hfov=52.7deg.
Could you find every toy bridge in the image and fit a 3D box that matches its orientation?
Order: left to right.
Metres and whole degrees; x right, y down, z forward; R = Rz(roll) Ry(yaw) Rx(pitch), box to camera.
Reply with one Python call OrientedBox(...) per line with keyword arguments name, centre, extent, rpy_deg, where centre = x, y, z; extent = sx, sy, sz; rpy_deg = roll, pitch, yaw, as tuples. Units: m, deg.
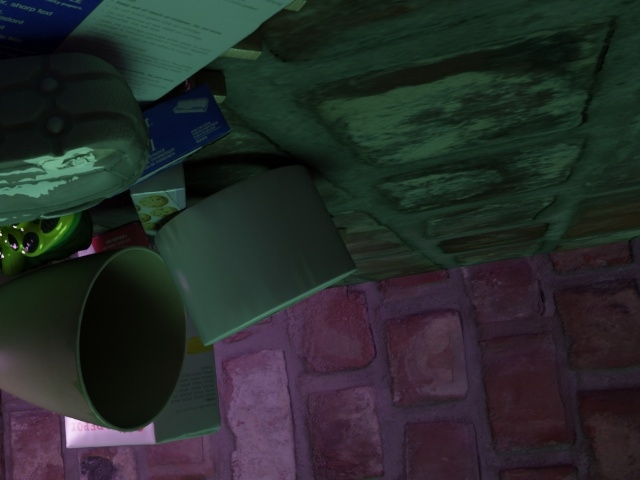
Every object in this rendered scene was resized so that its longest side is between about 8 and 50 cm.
OrientedBox(name="toy bridge", centre=(-0.076, -0.156, 0.501), extent=(0.063, 0.026, 0.188), rpy_deg=(-1, 169, -28))

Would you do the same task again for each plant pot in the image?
OrientedBox(name="plant pot", centre=(-0.379, 0.137, 0.946), extent=(0.273, 0.257, 0.256), rpy_deg=(-1, 173, 19))

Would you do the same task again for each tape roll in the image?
OrientedBox(name="tape roll", centre=(-0.091, 0.023, 0.923), extent=(0.246, 0.169, 0.246), rpy_deg=(-26, 175, -3))

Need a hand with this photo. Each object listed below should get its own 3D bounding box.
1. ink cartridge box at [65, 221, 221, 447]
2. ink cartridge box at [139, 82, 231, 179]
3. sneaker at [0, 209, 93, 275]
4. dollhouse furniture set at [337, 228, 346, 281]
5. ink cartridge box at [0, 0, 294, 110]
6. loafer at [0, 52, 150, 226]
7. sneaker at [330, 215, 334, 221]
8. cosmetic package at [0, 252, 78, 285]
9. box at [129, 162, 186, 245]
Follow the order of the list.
OrientedBox(name="ink cartridge box", centre=(-0.351, 0.184, 1.222), extent=(0.279, 0.385, 0.160), rpy_deg=(-15, 168, 36))
OrientedBox(name="ink cartridge box", centre=(-0.153, -0.084, 0.585), extent=(0.097, 0.046, 0.207), rpy_deg=(-31, -168, -18))
OrientedBox(name="sneaker", centre=(-0.365, -0.030, 0.863), extent=(0.123, 0.110, 0.295), rpy_deg=(-23, -178, -34))
OrientedBox(name="dollhouse furniture set", centre=(-0.040, 0.023, 1.503), extent=(0.144, 0.123, 0.151), rpy_deg=(-3, -167, -27))
OrientedBox(name="ink cartridge box", centre=(-0.188, -0.133, 0.433), extent=(0.175, 0.069, 0.370), rpy_deg=(2, 169, -44))
OrientedBox(name="loafer", centre=(-0.269, -0.043, 0.401), extent=(0.319, 0.112, 0.111), rpy_deg=(-5, 161, -7))
OrientedBox(name="sneaker", centre=(0.000, 0.000, 1.339), extent=(0.063, 0.073, 0.162), rpy_deg=(-8, 160, -4))
OrientedBox(name="cosmetic package", centre=(-0.586, 0.079, 1.125), extent=(0.296, 0.153, 0.129), rpy_deg=(-9, 169, 1))
OrientedBox(name="box", centre=(-0.216, -0.055, 0.884), extent=(0.067, 0.063, 0.324), rpy_deg=(-6, 170, -13))
